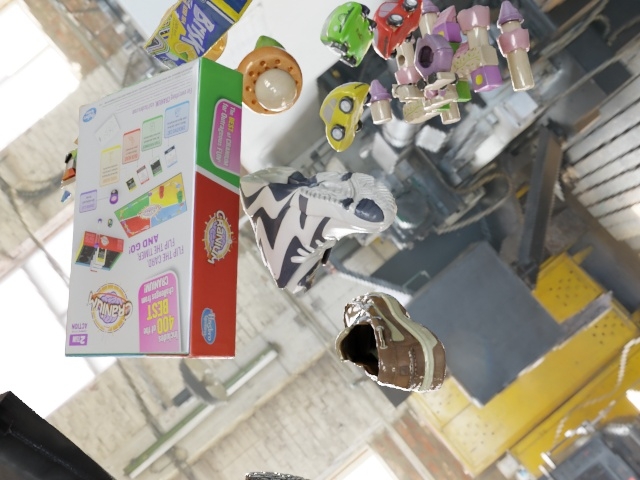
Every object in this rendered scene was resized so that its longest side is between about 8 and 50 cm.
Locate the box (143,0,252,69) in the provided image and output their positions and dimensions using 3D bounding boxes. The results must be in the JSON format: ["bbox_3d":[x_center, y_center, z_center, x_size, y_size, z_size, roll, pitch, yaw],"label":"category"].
[{"bbox_3d":[-0.133,-0.241,0.793,0.059,0.054,0.169,37,155,-20],"label":"box"}]

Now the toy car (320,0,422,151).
[{"bbox_3d":[0.045,-0.247,0.935,0.053,0.239,0.225,29,180,17],"label":"toy car"}]

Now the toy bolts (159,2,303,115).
[{"bbox_3d":[-0.159,-0.215,1.060,0.218,0.228,0.158,32,-165,-27],"label":"toy bolts"}]

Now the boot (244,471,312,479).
[{"bbox_3d":[0.002,0.523,1.183,0.338,0.222,0.118,24,168,-13],"label":"boot"}]

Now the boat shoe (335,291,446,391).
[{"bbox_3d":[0.064,0.121,0.931,0.257,0.095,0.095,-161,71,-72],"label":"boat shoe"}]

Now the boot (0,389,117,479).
[{"bbox_3d":[-0.417,0.432,1.079,0.445,0.367,0.146,45,-156,-29],"label":"boot"}]

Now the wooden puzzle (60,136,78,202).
[{"bbox_3d":[-0.417,-0.128,1.223,0.014,0.078,0.116,20,-122,-39],"label":"wooden puzzle"}]

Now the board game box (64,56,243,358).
[{"bbox_3d":[-0.196,-0.024,0.836,0.242,0.316,0.064,-7,168,41],"label":"board game box"}]

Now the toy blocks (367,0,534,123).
[{"bbox_3d":[0.240,-0.407,1.522,0.289,0.309,0.260,-17,82,55],"label":"toy blocks"}]

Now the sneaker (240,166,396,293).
[{"bbox_3d":[0.000,0.000,0.881,0.235,0.094,0.153,9,119,38],"label":"sneaker"}]
